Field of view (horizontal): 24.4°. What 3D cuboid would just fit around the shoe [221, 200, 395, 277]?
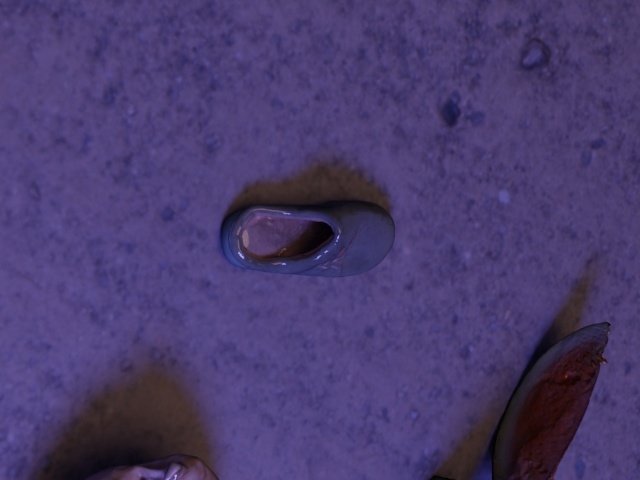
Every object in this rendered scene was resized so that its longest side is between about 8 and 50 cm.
[{"bbox_3d":[0.000,0.000,1.467,0.195,0.078,0.079,1,95,-28],"label":"shoe"}]

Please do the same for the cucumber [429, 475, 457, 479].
[{"bbox_3d":[0.173,0.303,1.532,0.078,0.211,0.062,-48,116,-20],"label":"cucumber"}]

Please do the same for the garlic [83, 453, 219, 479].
[{"bbox_3d":[-0.178,0.288,1.367,0.217,0.110,0.228,15,102,-51],"label":"garlic"}]

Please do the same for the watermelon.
[{"bbox_3d":[0.254,0.203,1.626,0.063,0.119,0.245,31,78,-19],"label":"watermelon"}]
